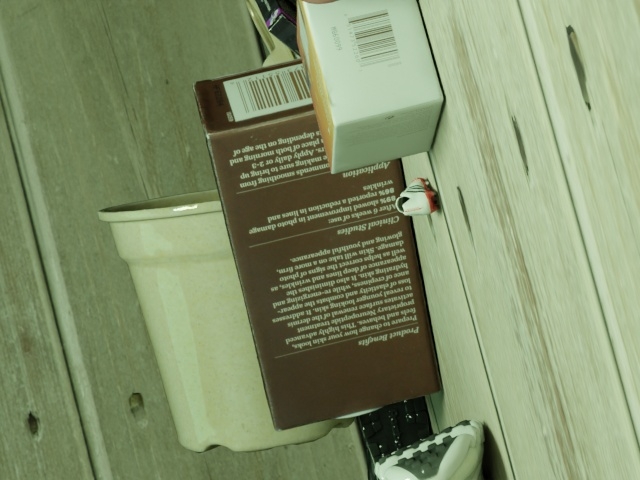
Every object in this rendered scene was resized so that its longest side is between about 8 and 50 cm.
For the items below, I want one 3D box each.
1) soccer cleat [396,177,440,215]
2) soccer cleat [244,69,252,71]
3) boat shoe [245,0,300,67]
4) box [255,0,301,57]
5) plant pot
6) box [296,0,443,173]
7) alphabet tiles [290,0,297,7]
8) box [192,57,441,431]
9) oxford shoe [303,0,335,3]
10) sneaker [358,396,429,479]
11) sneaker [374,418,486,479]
[{"bbox_3d":[0.084,-0.038,1.657,0.083,0.036,0.029,-118,14,-76],"label":"soccer cleat"},{"bbox_3d":[-0.039,-0.121,2.412,0.318,0.109,0.116,43,-158,-60],"label":"soccer cleat"},{"bbox_3d":[-0.025,-0.201,2.275,0.109,0.098,0.302,81,174,-59],"label":"boat shoe"},{"bbox_3d":[-0.022,-0.243,2.140,0.116,0.029,0.162,37,-165,-22],"label":"box"},{"bbox_3d":[-0.087,0.090,2.249,0.334,0.334,0.305,-139,42,-85],"label":"plant pot"},{"bbox_3d":[0.038,-0.142,1.519,0.170,0.091,0.130,93,163,-78],"label":"box"},{"bbox_3d":[-0.050,-0.343,2.065,0.237,0.009,0.198,46,162,29],"label":"alphabet tiles"},{"bbox_3d":[0.000,0.000,1.946,0.143,0.191,0.381,-109,7,-60],"label":"box"},{"bbox_3d":[-0.041,-0.351,1.433,0.130,0.123,0.348,37,-145,-67],"label":"oxford shoe"},{"bbox_3d":[0.106,0.296,2.303,0.124,0.107,0.283,-85,-9,-87],"label":"sneaker"},{"bbox_3d":[0.122,0.240,1.741,0.292,0.110,0.118,47,-159,-80],"label":"sneaker"}]
